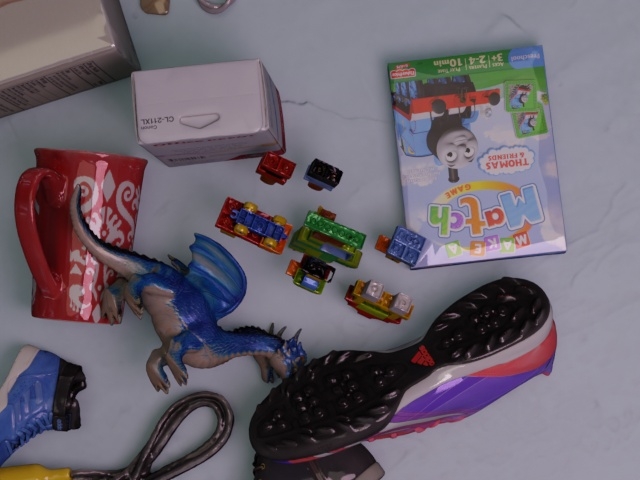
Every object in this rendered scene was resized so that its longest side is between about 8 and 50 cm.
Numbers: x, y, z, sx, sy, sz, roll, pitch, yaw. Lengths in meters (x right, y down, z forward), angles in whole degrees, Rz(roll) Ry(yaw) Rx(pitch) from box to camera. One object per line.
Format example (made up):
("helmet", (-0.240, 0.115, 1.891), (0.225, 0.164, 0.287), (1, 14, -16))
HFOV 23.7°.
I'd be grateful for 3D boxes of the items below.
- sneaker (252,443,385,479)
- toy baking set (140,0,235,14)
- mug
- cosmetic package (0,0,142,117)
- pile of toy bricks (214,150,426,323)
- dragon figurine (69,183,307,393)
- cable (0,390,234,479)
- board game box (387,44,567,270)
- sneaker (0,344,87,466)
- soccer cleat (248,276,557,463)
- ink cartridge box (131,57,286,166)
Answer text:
("sneaker", (-0.055, 0.261, 1.520), (0.222, 0.083, 0.118), (-40, 78, -9))
("toy baking set", (-0.095, -0.348, 1.592), (0.256, 0.030, 0.197), (-24, 84, 1))
("mug", (-0.253, -0.005, 1.527), (0.150, 0.113, 0.169), (5, 90, -34))
("cosmetic package", (-0.347, -0.194, 1.537), (0.296, 0.153, 0.129), (-17, 85, 1))
("pile of toy bricks", (0.000, 0.000, 1.522), (0.212, 0.105, 0.118), (26, 72, -9))
("dragon figurine", (-0.132, 0.051, 1.503), (0.144, 0.085, 0.289), (-38, 93, -34))
("cable", (-0.210, 0.253, 1.525), (0.287, 0.072, 0.139), (-24, 76, 2))
("board game box", (0.158, -0.083, 1.549), (0.160, 0.039, 0.212), (-7, 86, 3))
("sneaker", (-0.286, 0.181, 1.528), (0.084, 0.058, 0.152), (19, 55, 4))
("soccer cleat", (0.087, 0.150, 1.484), (0.318, 0.116, 0.109), (-26, 45, -4))
("ink cartridge box", (-0.106, -0.123, 1.501), (0.127, 0.175, 0.072), (-5, 85, 3))
